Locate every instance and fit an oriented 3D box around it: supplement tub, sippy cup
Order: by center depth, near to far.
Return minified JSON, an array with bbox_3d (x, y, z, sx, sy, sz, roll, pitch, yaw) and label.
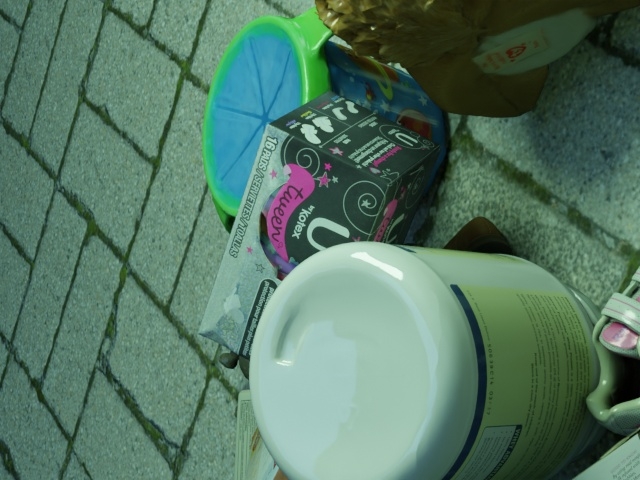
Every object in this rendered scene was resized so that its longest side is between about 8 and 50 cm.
[{"bbox_3d":[0.117,0.125,1.389,0.235,0.325,0.235,-4,84,39],"label":"supplement tub"},{"bbox_3d":[0.014,-0.125,1.722,0.305,0.224,0.240,-22,65,53],"label":"sippy cup"}]

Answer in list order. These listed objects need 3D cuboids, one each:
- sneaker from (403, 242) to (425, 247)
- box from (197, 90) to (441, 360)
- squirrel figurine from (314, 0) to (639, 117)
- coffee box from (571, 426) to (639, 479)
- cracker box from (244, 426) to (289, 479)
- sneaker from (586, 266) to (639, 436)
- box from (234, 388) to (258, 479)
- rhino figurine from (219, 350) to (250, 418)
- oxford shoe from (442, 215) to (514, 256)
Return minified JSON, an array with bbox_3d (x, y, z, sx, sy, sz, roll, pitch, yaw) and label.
[{"bbox_3d":[0.091,0.084,1.720,0.178,0.072,0.077,-63,30,10],"label":"sneaker"},{"bbox_3d":[0.000,0.000,1.506,0.142,0.163,0.247,26,116,14],"label":"box"},{"bbox_3d":[0.106,-0.345,1.473,0.281,0.397,0.370,-44,58,50],"label":"squirrel figurine"},{"bbox_3d":[0.341,0.301,1.201,0.119,0.168,0.297,-47,48,41],"label":"coffee box"},{"bbox_3d":[-0.024,0.216,1.536,0.232,0.067,0.155,-81,16,-66],"label":"cracker box"},{"bbox_3d":[0.311,0.073,1.339,0.103,0.111,0.252,19,100,56],"label":"sneaker"},{"bbox_3d":[0.011,0.246,1.742,0.232,0.127,0.148,-12,72,55],"label":"box"},{"bbox_3d":[-0.084,0.135,1.957,0.106,0.073,0.243,-59,39,38],"label":"rhino figurine"},{"bbox_3d":[0.138,0.064,1.650,0.212,0.076,0.076,-54,29,23],"label":"oxford shoe"}]
